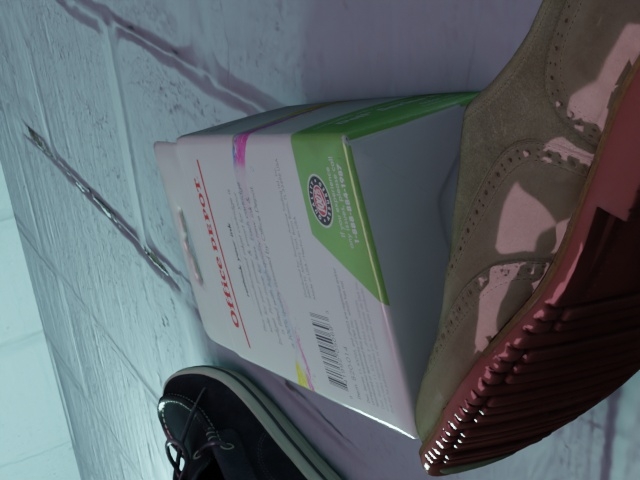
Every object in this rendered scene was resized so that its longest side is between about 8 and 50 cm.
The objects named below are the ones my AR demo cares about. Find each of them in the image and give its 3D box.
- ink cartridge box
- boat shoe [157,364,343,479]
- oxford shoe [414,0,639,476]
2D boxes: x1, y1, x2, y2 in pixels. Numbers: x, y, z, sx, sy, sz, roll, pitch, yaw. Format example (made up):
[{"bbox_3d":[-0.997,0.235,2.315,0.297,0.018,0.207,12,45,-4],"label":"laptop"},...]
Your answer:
[{"bbox_3d":[0.000,0.000,0.764,0.353,0.119,0.207,11,118,60],"label":"ink cartridge box"},{"bbox_3d":[-0.101,0.289,1.137,0.500,0.156,0.187,31,136,55],"label":"boat shoe"},{"bbox_3d":[0.124,-0.008,0.518,0.130,0.123,0.348,58,139,36],"label":"oxford shoe"}]
